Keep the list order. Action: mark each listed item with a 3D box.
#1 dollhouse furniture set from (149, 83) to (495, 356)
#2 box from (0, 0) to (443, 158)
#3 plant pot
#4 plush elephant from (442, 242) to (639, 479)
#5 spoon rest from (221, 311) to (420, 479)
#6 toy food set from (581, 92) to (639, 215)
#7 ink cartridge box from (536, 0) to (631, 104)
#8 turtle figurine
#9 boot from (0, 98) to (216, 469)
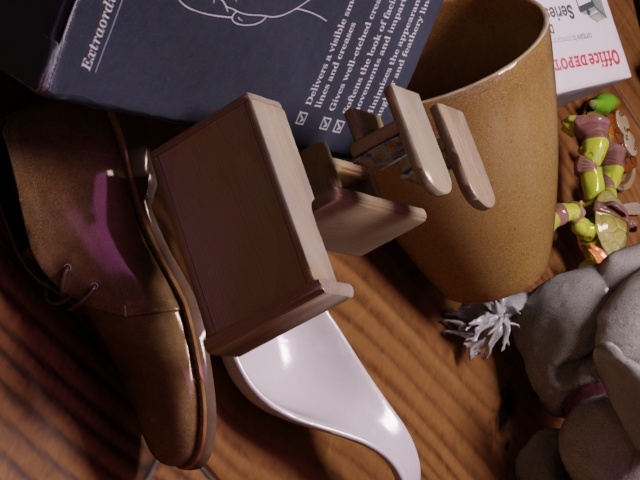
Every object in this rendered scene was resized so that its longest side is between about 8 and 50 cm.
[{"bbox_3d":[0.000,0.000,1.312,0.242,0.212,0.161,12,54,-56],"label":"dollhouse furniture set"},{"bbox_3d":[-0.086,-0.251,1.306,0.395,0.212,0.293,8,108,-53],"label":"box"},{"bbox_3d":[0.138,-0.076,1.655,0.237,0.237,0.254,-56,133,-49],"label":"plant pot"},{"bbox_3d":[0.312,0.153,1.738,0.330,0.272,0.255,-9,66,-26],"label":"plush elephant"},{"bbox_3d":[0.006,0.139,1.473,0.276,0.084,0.137,56,37,-22],"label":"spoon rest"},{"bbox_3d":[0.365,-0.122,2.123,0.132,0.038,0.192,-6,79,-55],"label":"toy food set"},{"bbox_3d":[0.209,-0.283,1.866,0.211,0.121,0.289,-17,89,-54],"label":"ink cartridge box"},{"bbox_3d":[0.312,-0.034,1.961,0.269,0.087,0.217,32,53,-42],"label":"turtle figurine"},{"bbox_3d":[-0.168,0.037,1.293,0.115,0.112,0.305,-14,81,-36],"label":"boot"}]
